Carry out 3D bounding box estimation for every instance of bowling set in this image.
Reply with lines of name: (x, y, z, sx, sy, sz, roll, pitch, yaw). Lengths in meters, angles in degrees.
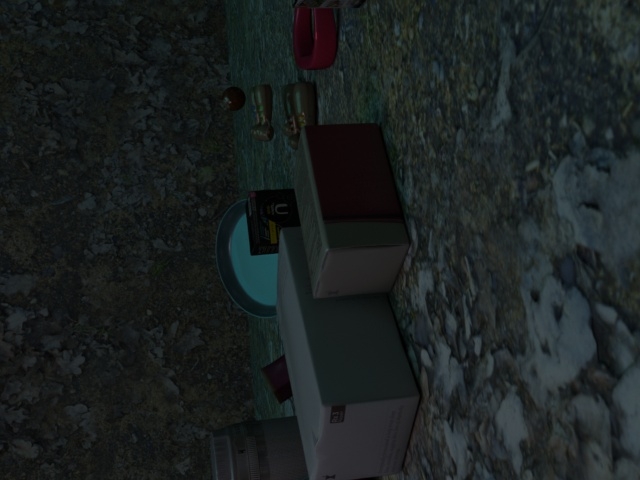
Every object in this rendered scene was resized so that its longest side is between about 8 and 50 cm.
bowling set: (-0.122, -0.278, 1.818, 0.287, 0.199, 0.154, -131, 37, -78)

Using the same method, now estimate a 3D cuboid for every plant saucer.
plant saucer: (-0.155, 0.045, 2.089, 0.317, 0.043, 0.318, 8, 103, 40)

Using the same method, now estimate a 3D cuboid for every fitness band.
fitness band: (-0.016, -0.446, 1.581, 0.291, 0.054, 0.209, -134, 38, -74)

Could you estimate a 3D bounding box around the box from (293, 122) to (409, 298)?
box: (0.040, -0.047, 1.228, 0.149, 0.126, 0.232, 104, 159, -57)

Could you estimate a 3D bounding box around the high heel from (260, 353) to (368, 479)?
high heel: (0.043, 0.334, 1.521, 0.377, 0.181, 0.127, 53, 169, 30)

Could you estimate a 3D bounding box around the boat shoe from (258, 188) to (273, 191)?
boat shoe: (-0.124, 0.033, 2.172, 0.123, 0.123, 0.342, 16, 108, 57)

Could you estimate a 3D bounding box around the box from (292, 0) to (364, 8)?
box: (0.028, -0.395, 1.198, 0.207, 0.114, 0.036, -176, 82, -78)

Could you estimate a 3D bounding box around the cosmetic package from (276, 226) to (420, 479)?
cosmetic package: (0.028, 0.174, 1.308, 0.217, 0.156, 0.385, 97, 164, -44)

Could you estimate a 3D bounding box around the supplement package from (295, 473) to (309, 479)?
supplement package: (-0.026, 0.585, 1.417, 0.262, 0.204, 0.145, 66, 170, -3)

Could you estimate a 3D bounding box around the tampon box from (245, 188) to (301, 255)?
tampon box: (-0.074, -0.042, 1.721, 0.101, 0.160, 0.121, 126, 137, -72)

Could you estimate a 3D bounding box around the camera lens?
camera lens: (-0.087, 0.488, 1.682, 0.219, 0.274, 0.220, 176, 90, -79)
